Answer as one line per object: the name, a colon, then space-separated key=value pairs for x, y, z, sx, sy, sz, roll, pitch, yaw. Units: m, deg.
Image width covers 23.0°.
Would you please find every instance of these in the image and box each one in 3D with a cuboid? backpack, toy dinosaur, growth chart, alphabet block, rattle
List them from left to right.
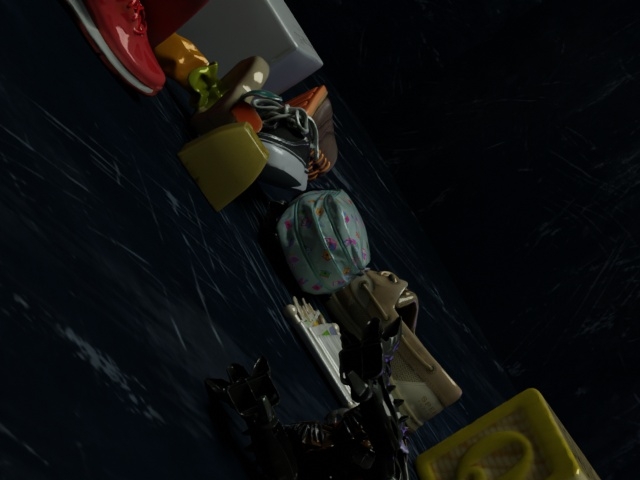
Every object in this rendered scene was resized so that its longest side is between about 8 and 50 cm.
rattle: x=-0.132 y=-0.203 z=1.925 sx=0.142 sy=0.130 sz=0.199 roll=62 pitch=3 yaw=-16
backpack: x=0.000 y=0.000 z=1.995 sx=0.152 sy=0.115 sz=0.182 roll=59 pitch=10 yaw=-2
growth chart: x=0.024 y=0.146 z=1.897 sx=0.172 sy=0.021 sz=0.237 roll=58 pitch=8 yaw=13
toy dinosaur: x=0.029 y=0.194 z=1.311 sx=0.322 sy=0.164 sz=0.218 roll=17 pitch=-53 yaw=68
alphabet block: x=0.259 y=0.340 z=1.962 sx=0.197 sy=0.192 sz=0.193 roll=54 pitch=6 yaw=-30

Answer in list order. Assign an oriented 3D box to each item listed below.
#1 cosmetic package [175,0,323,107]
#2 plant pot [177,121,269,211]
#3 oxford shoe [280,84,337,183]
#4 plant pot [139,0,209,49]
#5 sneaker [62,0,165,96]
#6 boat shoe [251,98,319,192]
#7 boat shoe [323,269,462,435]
cosmetic package: x=-0.194 y=-0.411 z=2.277 sx=0.453 sy=0.161 sz=0.230 roll=58 pitch=8 yaw=4
plant pot: x=-0.106 y=-0.095 z=1.823 sx=0.081 sy=0.083 sz=0.081 roll=55 pitch=8 yaw=-9
oxford shoe: x=-0.020 y=-0.163 z=2.510 sx=0.132 sy=0.130 sz=0.363 roll=63 pitch=7 yaw=-4
plant pot: x=-0.207 y=-0.395 z=1.852 sx=0.243 sy=0.275 sz=0.275 roll=44 pitch=11 yaw=-16
sneaker: x=-0.209 y=-0.271 z=1.726 sx=0.221 sy=0.128 sz=0.087 roll=53 pitch=9 yaw=-26
boat shoe: x=-0.053 y=-0.126 z=2.046 sx=0.113 sy=0.104 sz=0.306 roll=15 pitch=0 yaw=10
boat shoe: x=0.084 y=0.102 z=2.114 sx=0.341 sy=0.110 sz=0.121 roll=62 pitch=9 yaw=33
